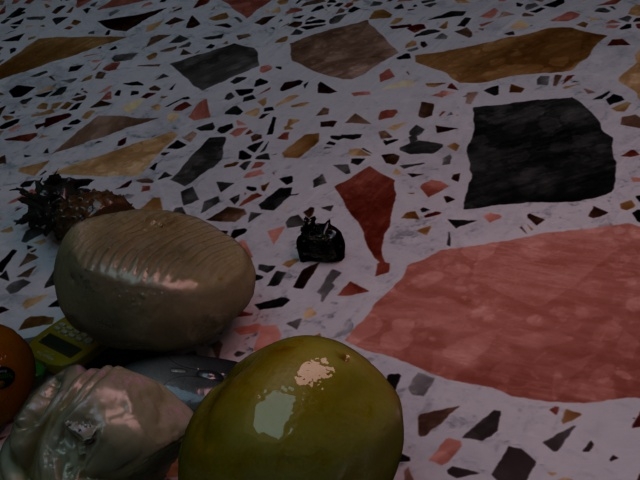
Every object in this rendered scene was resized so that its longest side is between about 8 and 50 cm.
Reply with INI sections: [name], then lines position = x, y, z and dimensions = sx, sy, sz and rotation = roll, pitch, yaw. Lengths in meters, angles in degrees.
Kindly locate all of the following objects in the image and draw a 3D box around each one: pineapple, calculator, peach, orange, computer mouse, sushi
[pineapple]
position = -0.545, -0.066, 2.414
dimensions = 0.364, 0.166, 0.165
rotation = 21, 47, 42
[calculator]
position = -0.468, 0.192, 2.126
dimensions = 0.146, 0.032, 0.235
rotation = 18, 44, 38
[peach]
position = -0.041, 0.300, 1.604
dimensions = 0.314, 0.281, 0.315
rotation = -29, 10, 44
[orange]
position = -0.599, 0.238, 1.967
dimensions = 0.206, 0.206, 0.206
rotation = -9, 34, 6
[computer mouse]
position = -0.223, 0.248, 1.914
dimensions = 0.379, 0.090, 0.167
rotation = -8, 35, 5
[sushi]
position = 0.000, 0.000, 2.193
dimensions = 0.083, 0.085, 0.056
rotation = 12, 42, 31

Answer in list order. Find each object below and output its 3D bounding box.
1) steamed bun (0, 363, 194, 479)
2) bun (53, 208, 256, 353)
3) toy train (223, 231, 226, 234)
[steamed bun]
position = -0.360, 0.310, 1.705
dimensions = 0.320, 0.275, 0.206
rotation = -33, 77, -28
[bun]
position = -0.300, 0.087, 2.029
dimensions = 0.362, 0.235, 0.326
rotation = 6, 21, -4
[toy train]
position = -0.239, 0.033, 2.262
dimensions = 0.138, 0.050, 0.087
rotation = -21, 30, -9
